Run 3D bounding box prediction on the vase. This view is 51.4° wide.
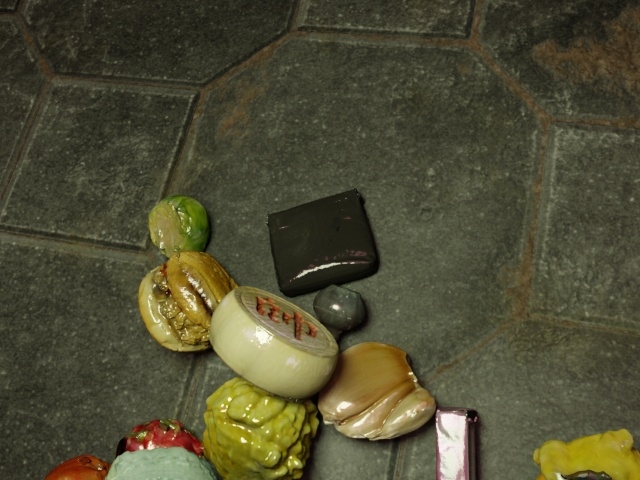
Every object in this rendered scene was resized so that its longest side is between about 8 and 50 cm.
[{"bbox_3d":[0.029,0.193,1.474,0.120,0.120,0.183,17,89,18],"label":"vase"}]

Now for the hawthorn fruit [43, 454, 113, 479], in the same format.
[{"bbox_3d":[-0.522,0.585,1.386,0.299,0.211,0.211,-41,65,13],"label":"hawthorn fruit"}]

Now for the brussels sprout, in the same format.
[{"bbox_3d":[-0.337,-0.035,1.632,0.149,0.122,0.152,41,116,30],"label":"brussels sprout"}]

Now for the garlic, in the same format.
[{"bbox_3d":[0.104,0.325,1.404,0.227,0.110,0.217,-20,54,-8],"label":"garlic"}]

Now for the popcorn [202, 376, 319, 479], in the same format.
[{"bbox_3d":[-0.119,0.386,1.357,0.249,0.249,0.225,27,43,20],"label":"popcorn"}]

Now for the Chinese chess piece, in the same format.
[{"bbox_3d":[-0.093,0.203,1.335,0.270,0.270,0.112,35,100,22],"label":"Chinese chess piece"}]

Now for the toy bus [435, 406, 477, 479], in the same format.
[{"bbox_3d":[0.270,0.466,1.311,0.090,0.112,0.274,-5,68,18],"label":"toy bus"}]

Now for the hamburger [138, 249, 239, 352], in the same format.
[{"bbox_3d":[-0.287,0.137,1.499,0.163,0.244,0.244,-40,65,12],"label":"hamburger"}]

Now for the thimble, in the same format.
[{"bbox_3d":[-0.302,0.515,1.267,0.205,0.250,0.172,-45,27,16],"label":"thimble"}]

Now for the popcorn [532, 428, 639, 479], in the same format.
[{"bbox_3d":[0.499,0.488,1.186,0.297,0.281,0.316,48,119,22],"label":"popcorn"}]

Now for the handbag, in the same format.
[{"bbox_3d":[0.000,0.000,1.566,0.246,0.080,0.223,-15,66,5],"label":"handbag"}]

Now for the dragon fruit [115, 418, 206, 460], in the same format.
[{"bbox_3d":[-0.332,0.462,1.413,0.171,0.160,0.166,-1,27,7],"label":"dragon fruit"}]
